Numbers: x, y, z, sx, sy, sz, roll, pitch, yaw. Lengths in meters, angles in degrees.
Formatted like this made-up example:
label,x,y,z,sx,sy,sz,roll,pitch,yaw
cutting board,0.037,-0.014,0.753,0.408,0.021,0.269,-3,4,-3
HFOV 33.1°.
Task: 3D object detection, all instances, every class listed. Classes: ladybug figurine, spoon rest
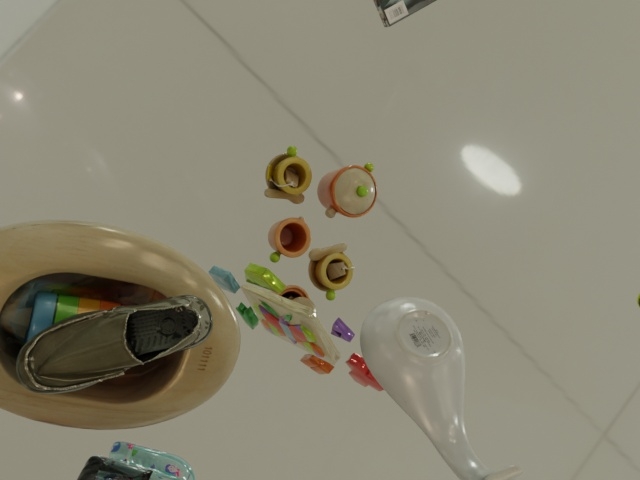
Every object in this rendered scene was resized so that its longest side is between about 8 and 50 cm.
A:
label,x,y,z,sx,sy,sz,roll,pitch,yaw
ladybug figurine,-0.338,0.106,1.527,0.449,0.305,0.162,15,16,-18
spoon rest,0.145,0.188,1.329,0.276,0.137,0.084,62,-27,27

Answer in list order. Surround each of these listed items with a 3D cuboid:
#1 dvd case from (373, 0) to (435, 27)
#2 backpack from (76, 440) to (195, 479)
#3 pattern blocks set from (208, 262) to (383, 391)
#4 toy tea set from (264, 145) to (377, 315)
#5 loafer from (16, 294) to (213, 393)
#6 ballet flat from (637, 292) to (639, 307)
label,x,y,z,sx,sy,sz,roll,pitch,yaw
dvd case,0.078,-0.287,1.084,0.119,0.087,0.013,63,-14,-20
backpack,-0.317,0.503,1.988,0.253,0.191,0.225,15,-46,9
pattern blocks set,-0.050,0.144,1.849,0.325,0.026,0.285,12,-35,49
toy tea set,0.000,0.000,1.955,0.200,0.336,0.124,3,1,-27
loafer,-0.255,0.121,1.340,0.087,0.251,0.094,137,-67,-77
ballet flat,0.584,0.058,1.609,0.077,0.231,0.077,-89,163,-54
